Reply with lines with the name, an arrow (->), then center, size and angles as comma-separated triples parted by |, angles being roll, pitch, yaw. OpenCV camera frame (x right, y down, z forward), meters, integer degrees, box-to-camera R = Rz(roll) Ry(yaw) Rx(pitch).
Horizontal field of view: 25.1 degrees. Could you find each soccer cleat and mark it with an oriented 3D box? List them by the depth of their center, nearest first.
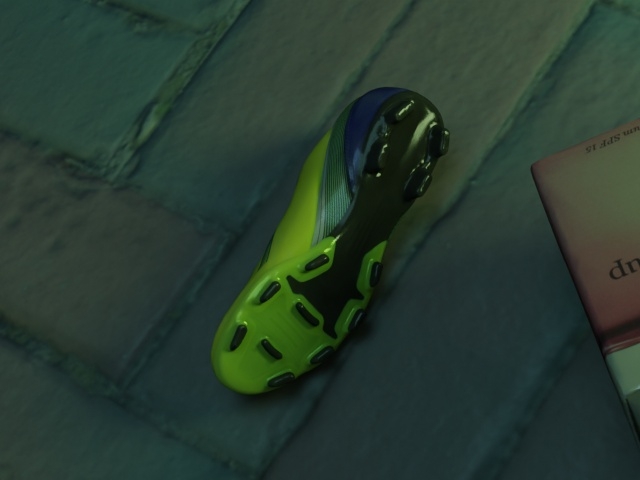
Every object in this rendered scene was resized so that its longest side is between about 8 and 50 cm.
soccer cleat -> 0.001, 0.000, 1.180 | 0.289, 0.093, 0.121 | -57, 25, -10

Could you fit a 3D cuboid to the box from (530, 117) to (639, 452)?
box -> 0.253, 0.032, 0.978 | 0.148, 0.127, 0.232 | -22, 41, 9
